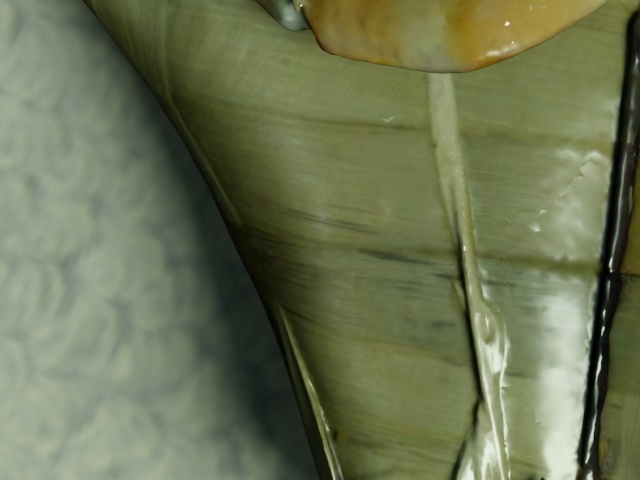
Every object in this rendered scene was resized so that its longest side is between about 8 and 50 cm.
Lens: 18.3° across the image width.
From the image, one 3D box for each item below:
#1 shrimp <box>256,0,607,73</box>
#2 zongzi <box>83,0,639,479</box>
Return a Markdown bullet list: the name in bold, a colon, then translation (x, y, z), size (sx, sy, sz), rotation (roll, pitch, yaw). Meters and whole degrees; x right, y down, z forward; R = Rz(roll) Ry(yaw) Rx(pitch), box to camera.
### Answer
- **shrimp**: translation (0.029, -0.149, 0.519), size (0.133, 0.053, 0.236), rotation (-7, 67, 25)
- **zongzi**: translation (0.000, 0.000, 0.536), size (0.197, 0.099, 0.194), rotation (8, 84, -3)
